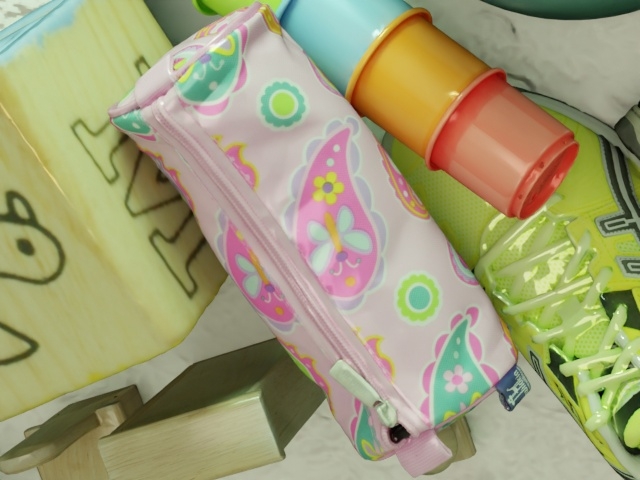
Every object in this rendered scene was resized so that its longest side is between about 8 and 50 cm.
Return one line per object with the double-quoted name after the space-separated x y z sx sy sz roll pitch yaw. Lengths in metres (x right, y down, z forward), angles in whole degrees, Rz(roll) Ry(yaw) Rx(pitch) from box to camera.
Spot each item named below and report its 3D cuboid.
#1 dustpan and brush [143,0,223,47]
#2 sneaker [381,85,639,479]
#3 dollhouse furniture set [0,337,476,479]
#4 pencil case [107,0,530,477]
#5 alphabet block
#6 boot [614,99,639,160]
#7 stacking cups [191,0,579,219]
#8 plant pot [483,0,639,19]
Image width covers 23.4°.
-0.136 -0.142 1.055 0.211 0.060 0.147 45 109 3 "dustpan and brush"
0.189 0.046 0.963 0.384 0.147 0.145 43 110 5 "sneaker"
-0.025 0.261 1.052 0.303 0.174 0.355 -17 96 18 "dollhouse furniture set"
0.000 0.000 0.917 0.124 0.124 0.284 -32 100 19 "pencil case"
-0.176 -0.028 0.988 0.192 0.193 0.197 -24 108 31 "alphabet block"
0.322 -0.066 0.938 0.236 0.085 0.178 35 102 0 "boot"
0.020 -0.133 0.950 0.316 0.096 0.096 36 109 19 "stacking cups"
0.132 -0.265 0.867 0.293 0.235 0.293 3 102 15 "plant pot"
